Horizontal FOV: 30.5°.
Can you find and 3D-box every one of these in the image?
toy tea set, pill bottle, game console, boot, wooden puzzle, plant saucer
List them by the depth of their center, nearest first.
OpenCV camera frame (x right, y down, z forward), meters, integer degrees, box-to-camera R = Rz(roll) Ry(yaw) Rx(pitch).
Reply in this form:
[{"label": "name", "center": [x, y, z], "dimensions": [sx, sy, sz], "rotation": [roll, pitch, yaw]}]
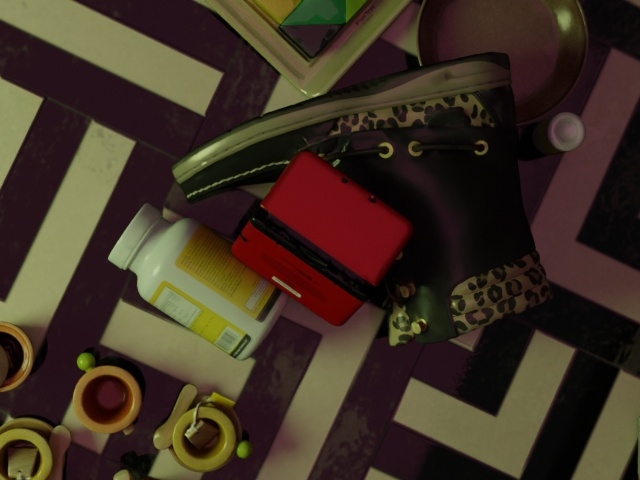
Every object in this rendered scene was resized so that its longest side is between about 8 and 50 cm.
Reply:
[{"label": "game console", "center": [0.000, 0.000, 1.200], "dimensions": [0.144, 0.124, 0.085], "rotation": [35, 56, -2]}, {"label": "toy tea set", "center": [-0.247, 0.213, 1.232], "dimensions": [0.336, 0.124, 0.200], "rotation": [24, 87, -6]}, {"label": "pill bottle", "center": [-0.130, 0.040, 1.256], "dimensions": [0.184, 0.103, 0.103], "rotation": [34, 86, -5]}, {"label": "boot", "center": [0.054, -0.023, 1.261], "dimensions": [0.377, 0.138, 0.284], "rotation": [-17, 96, -2]}, {"label": "wooden puzzle", "center": [-0.017, -0.312, 1.299], "dimensions": [0.238, 0.044, 0.221], "rotation": [42, 86, -4]}, {"label": "pill bottle", "center": [0.263, -0.118, 1.309], "dimensions": [0.043, 0.083, 0.043], "rotation": [0, 90, -6]}, {"label": "plant saucer", "center": [0.202, -0.226, 1.327], "dimensions": [0.198, 0.036, 0.199], "rotation": [0, 90, -6]}]

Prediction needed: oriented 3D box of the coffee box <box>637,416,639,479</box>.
[{"label": "coffee box", "center": [0.436, 0.326, 1.318], "dimensions": [0.141, 0.098, 0.247], "rotation": [1, 89, -6]}]
